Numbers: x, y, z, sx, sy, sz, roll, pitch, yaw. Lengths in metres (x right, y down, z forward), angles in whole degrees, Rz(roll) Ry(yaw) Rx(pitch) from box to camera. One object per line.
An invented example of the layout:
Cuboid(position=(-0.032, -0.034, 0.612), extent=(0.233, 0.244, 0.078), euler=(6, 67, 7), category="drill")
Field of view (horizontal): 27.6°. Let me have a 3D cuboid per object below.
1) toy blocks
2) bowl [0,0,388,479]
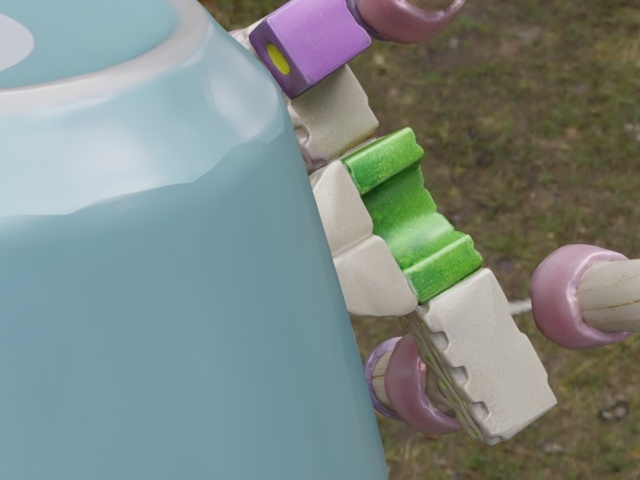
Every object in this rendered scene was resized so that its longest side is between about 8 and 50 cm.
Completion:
Cuboid(position=(0.000, 0.000, 0.771), extent=(0.309, 0.288, 0.260), euler=(-31, 6, -16), category="toy blocks")
Cuboid(position=(-0.124, 0.004, 0.405), extent=(0.311, 0.163, 0.311), euler=(4, 25, -2), category="bowl")
